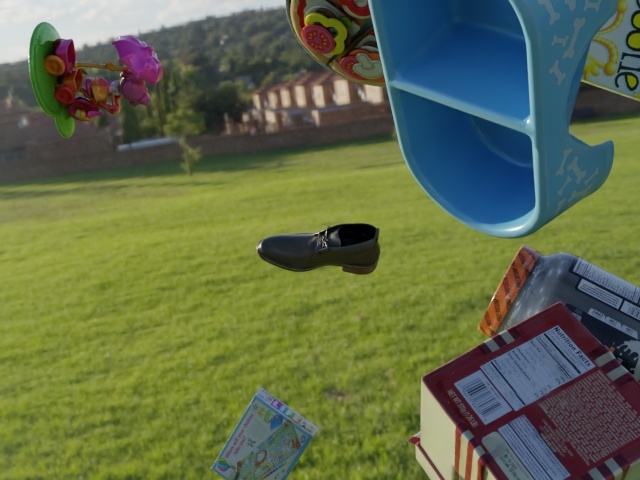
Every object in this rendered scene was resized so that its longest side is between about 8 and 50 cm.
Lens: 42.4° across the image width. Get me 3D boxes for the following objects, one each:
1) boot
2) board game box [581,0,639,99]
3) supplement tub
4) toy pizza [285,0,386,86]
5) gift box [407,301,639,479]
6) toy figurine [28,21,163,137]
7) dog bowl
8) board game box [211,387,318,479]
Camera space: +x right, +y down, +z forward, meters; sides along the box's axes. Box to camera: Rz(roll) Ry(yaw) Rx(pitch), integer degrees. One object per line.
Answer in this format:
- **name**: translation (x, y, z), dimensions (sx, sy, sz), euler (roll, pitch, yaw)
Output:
- **boot**: translation (0.000, 0.000, 1.437), dimensions (0.219, 0.082, 0.106), euler (4, -32, -6)
- **board game box**: translation (0.339, -0.287, 1.075), dimensions (0.275, 0.144, 0.142), euler (16, 17, -9)
- **supplement tub**: translation (0.410, 0.144, 1.231), dimensions (0.315, 0.194, 0.193), euler (28, 25, 15)
- **toy pizza**: translation (0.053, -0.243, 0.938), dimensions (0.201, 0.201, 0.032), euler (-1, 53, 29)
- **gift box**: translation (0.252, 0.271, 1.050), dimensions (0.276, 0.258, 0.255), euler (-22, 50, -11)
- **toy figurine**: translation (-0.299, -0.223, 1.157), dimensions (0.159, 0.173, 0.130), euler (-1, 42, 4)
- **dog bowl**: translation (0.119, -0.118, 0.596), dimensions (0.165, 0.297, 0.074), euler (28, 61, 35)
- **board game box**: translation (-0.083, 0.307, 1.213), dimensions (0.103, 0.154, 0.026), euler (34, 23, 9)
